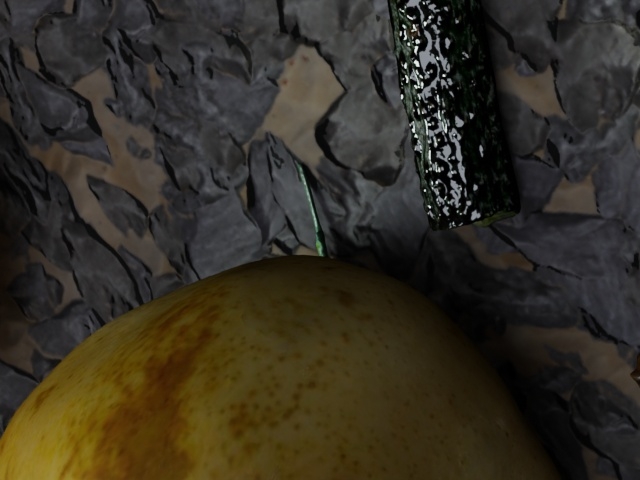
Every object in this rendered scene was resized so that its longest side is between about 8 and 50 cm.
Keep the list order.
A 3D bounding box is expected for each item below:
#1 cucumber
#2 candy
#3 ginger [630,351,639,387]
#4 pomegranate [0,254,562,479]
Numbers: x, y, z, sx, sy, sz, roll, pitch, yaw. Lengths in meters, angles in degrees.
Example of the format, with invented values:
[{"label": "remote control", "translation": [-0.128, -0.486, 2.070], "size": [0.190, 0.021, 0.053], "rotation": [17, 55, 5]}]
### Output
[{"label": "cucumber", "translation": [0.084, -0.148, 0.978], "size": [0.072, 0.072, 0.300], "rotation": [-6, 102, 23]}, {"label": "candy", "translation": [0.000, 0.000, 1.074], "size": [0.035, 0.035, 0.123], "rotation": [-13, 90, -8]}, {"label": "ginger", "translation": [0.372, 0.093, 0.909], "size": [0.309, 0.107, 0.133], "rotation": [25, 135, 13]}, {"label": "pomegranate", "translation": [-0.018, 0.203, 0.950], "size": [0.417, 0.416, 0.416], "rotation": [6, 106, 20]}]
